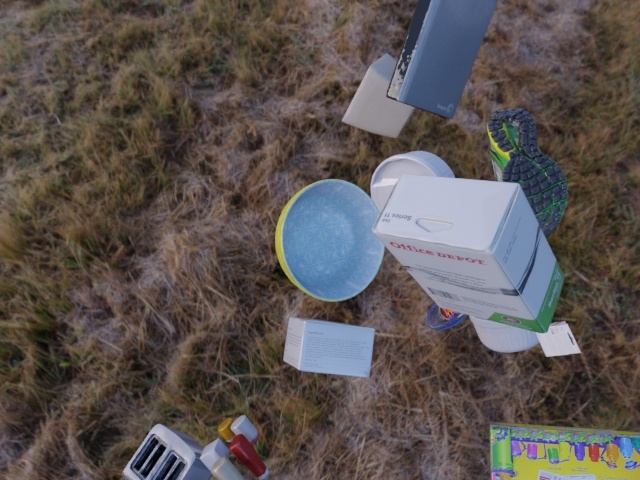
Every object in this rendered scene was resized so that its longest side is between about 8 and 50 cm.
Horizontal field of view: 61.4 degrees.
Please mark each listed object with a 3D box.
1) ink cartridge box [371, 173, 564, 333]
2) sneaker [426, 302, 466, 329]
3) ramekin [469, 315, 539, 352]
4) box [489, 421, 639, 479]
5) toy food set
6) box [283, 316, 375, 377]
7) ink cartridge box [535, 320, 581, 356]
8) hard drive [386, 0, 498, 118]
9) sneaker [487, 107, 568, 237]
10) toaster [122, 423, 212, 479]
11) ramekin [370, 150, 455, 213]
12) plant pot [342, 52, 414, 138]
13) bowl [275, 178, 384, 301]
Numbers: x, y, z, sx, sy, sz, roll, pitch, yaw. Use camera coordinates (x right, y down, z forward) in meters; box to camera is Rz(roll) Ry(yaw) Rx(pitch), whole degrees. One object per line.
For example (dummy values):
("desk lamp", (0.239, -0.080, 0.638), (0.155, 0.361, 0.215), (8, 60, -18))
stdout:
("ink cartridge box", (0.180, 0.017, 0.638), (0.153, 0.208, 0.087), (12, 68, 41))
("sneaker", (0.336, 0.144, 1.313), (0.087, 0.221, 0.083), (1, 49, -51))
("ramekin", (0.527, 0.223, 1.502), (0.207, 0.207, 0.109), (-24, 104, -21))
("box", (0.473, 0.500, 1.015), (0.289, 0.177, 0.280), (-1, 74, 17))
("toy food set", (-0.170, 0.453, 1.084), (0.111, 0.232, 0.105), (-35, 99, 11))
("box", (0.017, 0.261, 1.338), (0.181, 0.181, 0.119), (9, 82, -14))
("ink cartridge box", (0.485, 0.197, 1.087), (0.029, 0.115, 0.063), (-19, 80, -16))
("hard drive", (0.114, -0.184, 0.486), (0.094, 0.135, 0.022), (0, 25, -47))
("sneaker", (0.481, -0.146, 1.261), (0.134, 0.146, 0.344), (-10, 56, 13))
("toaster", (-0.354, 0.548, 1.291), (0.168, 0.110, 0.186), (23, 70, 34))
("ramekin", (0.300, -0.154, 1.678), (0.272, 0.273, 0.127), (37, 46, 18))
("plant pot", (0.116, -0.239, 0.925), (0.096, 0.109, 0.109), (32, 36, 4))
("bowl", (0.000, 0.000, 1.339), (0.289, 0.156, 0.290), (0, 90, -29))
